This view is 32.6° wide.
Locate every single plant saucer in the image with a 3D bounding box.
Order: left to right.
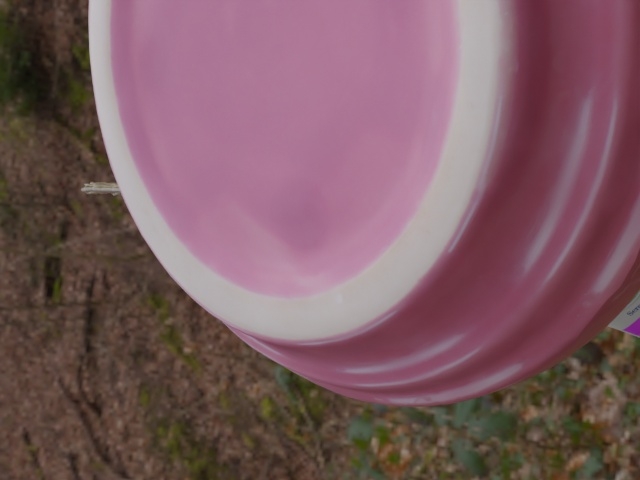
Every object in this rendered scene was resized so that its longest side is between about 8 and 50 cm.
[{"bbox_3d":[0.001,-0.086,0.475,0.084,0.332,0.332,-11,-60,-45],"label":"plant saucer"}]

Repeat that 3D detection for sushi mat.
[{"bbox_3d":[-0.153,-0.051,1.140,0.316,0.151,0.019,-172,85,-70],"label":"sushi mat"}]

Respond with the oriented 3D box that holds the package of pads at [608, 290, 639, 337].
[{"bbox_3d":[0.263,-0.059,0.848,0.296,0.229,0.101,-54,24,36],"label":"package of pads"}]
